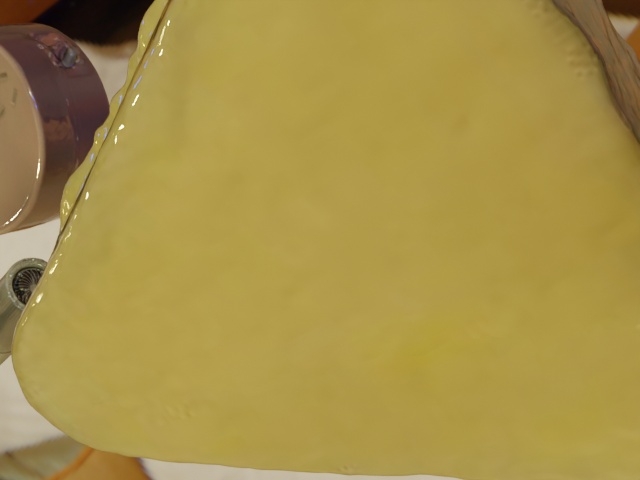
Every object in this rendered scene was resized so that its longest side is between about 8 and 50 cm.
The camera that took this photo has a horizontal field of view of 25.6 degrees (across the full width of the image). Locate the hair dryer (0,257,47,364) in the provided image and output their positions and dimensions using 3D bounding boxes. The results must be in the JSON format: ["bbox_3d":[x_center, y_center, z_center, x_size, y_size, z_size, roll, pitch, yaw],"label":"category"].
[{"bbox_3d":[-0.263,0.096,0.942,0.044,0.183,0.155,47,143,-1],"label":"hair dryer"}]

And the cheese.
[{"bbox_3d":[-0.001,-0.001,0.685,0.384,0.104,0.383,5,128,6],"label":"cheese"}]

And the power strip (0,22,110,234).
[{"bbox_3d":[-0.227,-0.083,1.020,0.154,0.078,0.154,10,107,35],"label":"power strip"}]
